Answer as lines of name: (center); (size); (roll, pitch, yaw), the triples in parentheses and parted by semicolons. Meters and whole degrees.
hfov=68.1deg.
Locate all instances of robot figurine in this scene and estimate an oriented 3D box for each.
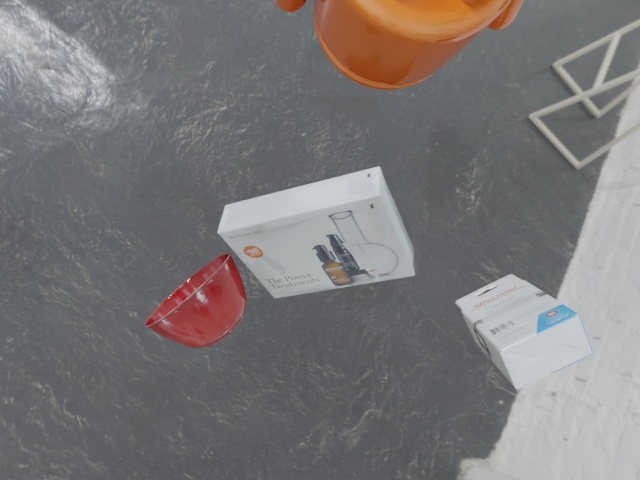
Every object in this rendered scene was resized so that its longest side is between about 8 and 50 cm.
robot figurine: (0.061, -0.182, 0.336); (0.158, 0.219, 0.128); (-35, 96, -2)

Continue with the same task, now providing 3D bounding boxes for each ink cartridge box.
ink cartridge box: (0.266, 0.115, 0.648); (0.104, 0.180, 0.060); (-27, 101, 4)

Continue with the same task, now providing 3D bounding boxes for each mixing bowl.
mixing bowl: (-0.193, 0.115, 0.803); (0.181, 0.181, 0.098); (-45, 106, -25)

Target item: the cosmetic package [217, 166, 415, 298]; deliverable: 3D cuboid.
cosmetic package: (0.000, 0.000, 1.098); (0.284, 0.377, 0.098); (58, 28, -42)
